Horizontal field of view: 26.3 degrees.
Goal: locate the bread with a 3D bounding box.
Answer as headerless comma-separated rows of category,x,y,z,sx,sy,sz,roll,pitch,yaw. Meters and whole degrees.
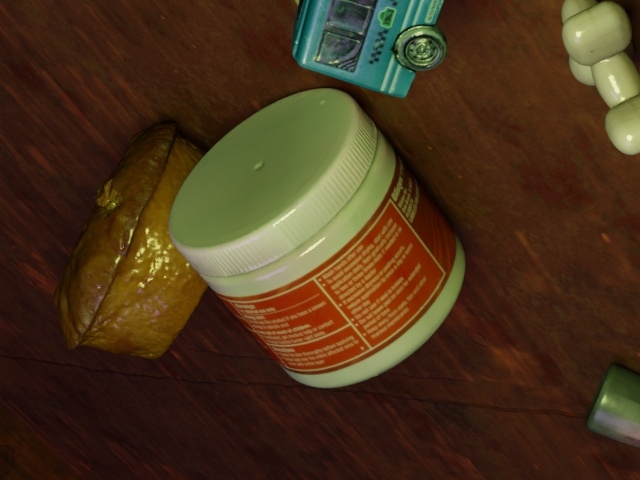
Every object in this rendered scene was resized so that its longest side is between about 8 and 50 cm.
bread,-0.213,0.005,1.703,0.172,0.312,0.312,24,153,-10

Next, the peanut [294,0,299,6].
peanut,-0.011,-0.288,1.231,0.214,0.099,0.090,57,171,-29

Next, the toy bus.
toy bus,0.060,-0.248,1.119,0.134,0.113,0.246,13,132,-6

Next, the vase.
vase,0.427,0.225,1.619,0.214,0.086,0.086,23,151,10

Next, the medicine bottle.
medicine bottle,0.000,0.000,1.514,0.252,0.252,0.241,0,137,46

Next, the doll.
doll,0.245,-0.147,1.160,0.161,0.059,0.160,63,-170,1
